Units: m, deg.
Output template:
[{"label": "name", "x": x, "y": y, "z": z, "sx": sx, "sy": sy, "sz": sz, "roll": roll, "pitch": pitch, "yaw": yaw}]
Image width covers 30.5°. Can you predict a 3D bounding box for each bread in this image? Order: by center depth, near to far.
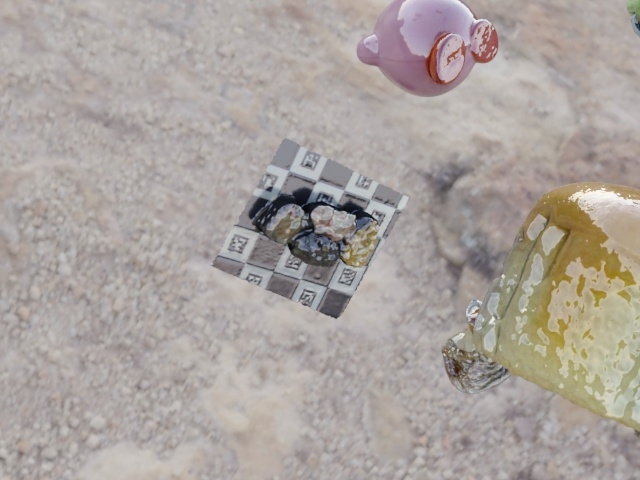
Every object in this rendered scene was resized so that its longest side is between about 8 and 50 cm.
[{"label": "bread", "x": 0.241, "y": 0.040, "z": 1.035, "sx": 0.163, "sy": 0.204, "sz": 0.262, "roll": 25, "pitch": 2, "yaw": -12}]

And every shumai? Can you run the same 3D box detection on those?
[{"label": "shumai", "x": 0.248, "y": 0.154, "z": 1.821, "sx": 0.146, "sy": 0.116, "sz": 0.145, "roll": -16, "pitch": 29, "yaw": 9}]

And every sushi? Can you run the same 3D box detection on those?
[{"label": "sushi", "x": 0.000, "y": 0.000, "z": 1.480, "sx": 0.215, "sy": 0.192, "sz": 0.050, "roll": 23, "pitch": 12, "yaw": -33}]

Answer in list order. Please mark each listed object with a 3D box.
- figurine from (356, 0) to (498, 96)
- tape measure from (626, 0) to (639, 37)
[{"label": "figurine", "x": 0.159, "y": -0.301, "z": 1.796, "sx": 0.173, "sy": 0.173, "sz": 0.173, "roll": 15, "pitch": 47, "yaw": -16}, {"label": "tape measure", "x": 0.441, "y": -0.319, "z": 1.401, "sx": 0.154, "sy": 0.177, "sz": 0.087, "roll": 5, "pitch": 11, "yaw": -8}]
